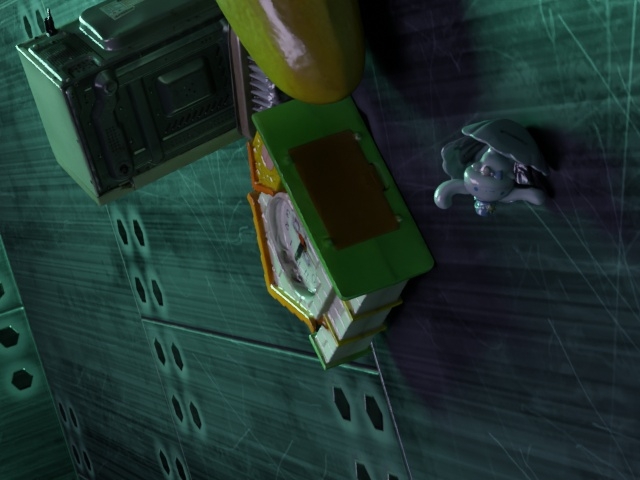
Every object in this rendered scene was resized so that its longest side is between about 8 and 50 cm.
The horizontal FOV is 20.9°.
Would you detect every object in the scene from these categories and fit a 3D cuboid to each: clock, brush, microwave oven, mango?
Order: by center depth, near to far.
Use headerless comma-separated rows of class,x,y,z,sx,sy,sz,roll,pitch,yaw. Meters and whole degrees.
mango,-0.055,-0.287,1.676,0.332,0.142,0.195,70,165,-7
clock,0.000,0.000,1.841,0.220,0.106,0.255,64,159,18
brush,-0.061,-0.251,1.847,0.065,0.070,0.328,22,129,41
microwave oven,-0.187,-0.181,1.931,0.145,0.240,0.194,43,154,46

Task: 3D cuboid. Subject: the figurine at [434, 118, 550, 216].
figurine,0.147,-0.056,1.457,0.086,0.094,0.082,-61,5,29
